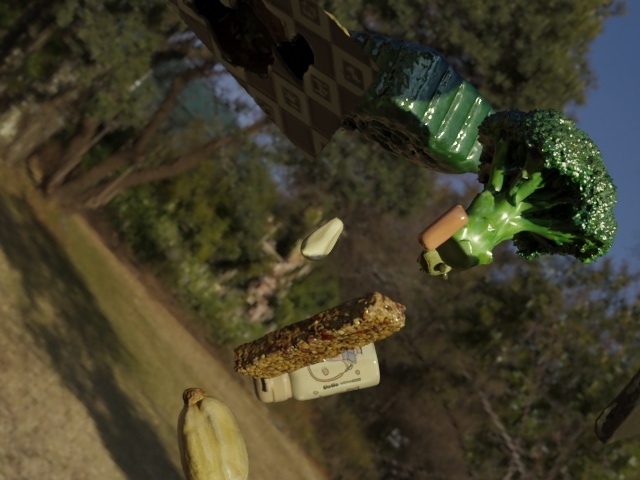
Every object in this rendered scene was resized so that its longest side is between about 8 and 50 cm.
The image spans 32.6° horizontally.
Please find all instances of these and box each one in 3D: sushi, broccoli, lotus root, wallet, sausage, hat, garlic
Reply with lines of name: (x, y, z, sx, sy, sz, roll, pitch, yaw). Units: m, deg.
sushi: (-0.050, -0.252, 1.243, 0.294, 0.059, 0.292, 49, -20, 4)
broccoli: (0.323, -0.063, 1.709, 0.297, 0.297, 0.297, 45, -19, 20)
lotus root: (-0.117, 0.233, 1.197, 0.062, 0.073, 0.150, 80, -7, -74)
wallet: (0.443, 0.147, 1.237, 0.310, 0.165, 0.042, -4, 45, -40)
sausage: (0.182, -0.018, 1.624, 0.034, 0.083, 0.034, 52, 1, -1)
hat: (0.232, 0.042, 2.132, 0.059, 0.076, 0.077, 62, -18, 21)
garlic: (0.001, 0.000, 1.616, 0.041, 0.083, 0.053, 40, -19, 9)

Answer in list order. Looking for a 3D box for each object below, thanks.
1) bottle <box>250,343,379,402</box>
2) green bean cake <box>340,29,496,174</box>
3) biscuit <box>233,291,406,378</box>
bottle: (-0.013, 0.215, 1.838, 0.110, 0.209, 0.097, 180, -101, -84)
green bean cake: (0.162, -0.261, 2.149, 0.300, 0.169, 0.308, 20, -10, 48)
biscuit: (-0.004, 0.108, 1.196, 0.064, 0.199, 0.034, 31, 42, -47)
